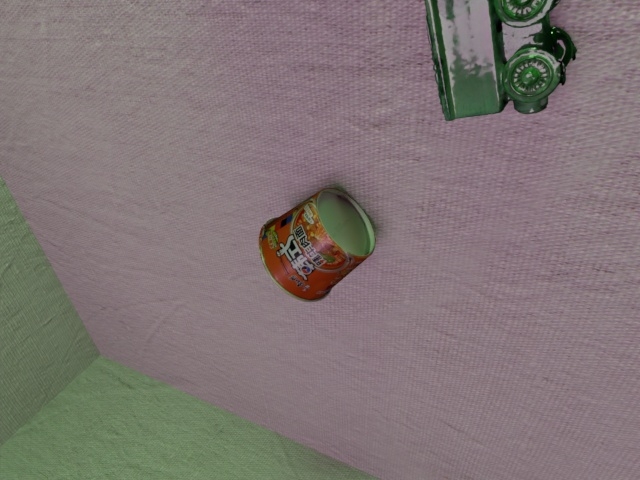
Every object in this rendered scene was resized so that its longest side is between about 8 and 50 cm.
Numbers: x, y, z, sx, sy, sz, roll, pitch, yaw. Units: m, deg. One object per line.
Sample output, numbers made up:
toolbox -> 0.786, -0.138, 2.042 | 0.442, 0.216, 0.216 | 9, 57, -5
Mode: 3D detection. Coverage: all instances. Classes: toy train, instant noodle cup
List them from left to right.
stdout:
instant noodle cup -> 0.000, 0.000, 1.114 | 0.250, 0.250, 0.192 | 47, 126, -7
toy train -> 0.290, -0.329, 0.725 | 0.202, 0.145, 0.265 | 3, 124, 35
